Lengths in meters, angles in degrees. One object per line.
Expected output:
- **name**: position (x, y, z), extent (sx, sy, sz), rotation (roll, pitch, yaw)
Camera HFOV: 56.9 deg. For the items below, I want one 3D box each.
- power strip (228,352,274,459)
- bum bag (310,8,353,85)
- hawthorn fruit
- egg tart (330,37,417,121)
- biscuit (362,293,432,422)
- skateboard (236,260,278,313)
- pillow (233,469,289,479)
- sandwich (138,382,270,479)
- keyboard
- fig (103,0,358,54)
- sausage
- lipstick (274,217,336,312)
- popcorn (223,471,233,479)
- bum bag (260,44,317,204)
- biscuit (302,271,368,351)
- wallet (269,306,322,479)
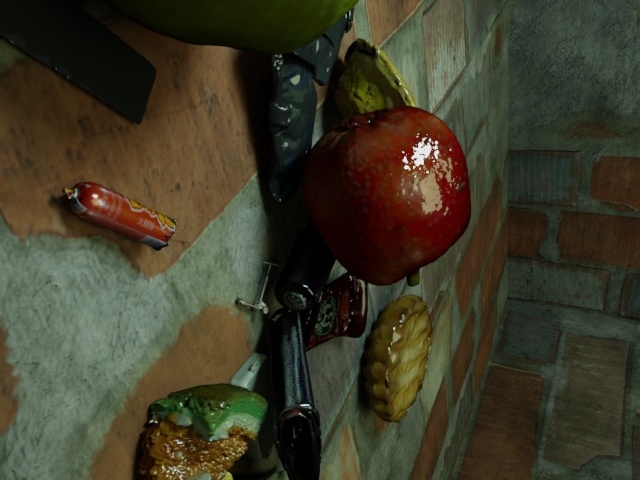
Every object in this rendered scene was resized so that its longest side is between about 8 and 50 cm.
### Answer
- **power strip**: position (-0.103, 0.277, 0.983), extent (0.081, 0.035, 0.192), rotation (-49, 139, -50)
- **bum bag**: position (0.013, -0.381, 1.003), extent (0.123, 0.060, 0.248), rotation (58, 46, -51)
- **hawthorn fruit**: position (0.111, -0.056, 0.943), extent (0.265, 0.265, 0.307), rotation (-42, 122, -53)
- **egg tart**: position (0.096, -0.248, 1.083), extent (0.105, 0.241, 0.241), rotation (-30, 136, -7)
- **biscuit**: position (0.195, 0.295, 1.510), extent (0.325, 0.107, 0.326), rotation (-22, 116, -57)
- **skateboard**: position (-0.101, 0.070, 0.940), extent (0.064, 0.032, 0.083), rotation (32, 71, -51)
- **pillow**: position (-0.113, 0.468, 1.003), extent (0.229, 0.050, 0.148), rotation (31, 76, -61)
- **sandwich**: position (-0.150, 0.274, 0.806), extent (0.184, 0.109, 0.160), rotation (26, 72, -62)
- **keyboard**: position (-0.240, -0.192, 0.601), extent (0.196, 0.015, 0.074), rotation (32, 72, -61)
- **fig**: position (-0.070, -0.323, 0.527), extent (0.343, 0.343, 0.344), rotation (-27, 121, -59)
- **sausage**: position (-0.223, -0.031, 0.648), extent (0.145, 0.048, 0.050), rotation (32, 31, -57)
- **lipstick**: position (0.000, 0.000, 1.042), extent (0.300, 0.081, 0.081), rotation (-65, 150, -45)
- **popcorn**: position (-0.155, 0.371, 0.848), extent (0.084, 0.084, 0.084), rotation (-27, 121, -59)
- **bum bag**: position (-0.049, -0.201, 0.910), extent (0.137, 0.074, 0.310), rotation (-56, 156, -48)
- **biscuit**: position (0.021, 0.137, 1.158), extent (0.235, 0.063, 0.151), rotation (-6, 102, -60)
- **wallet**: position (-0.044, 0.275, 0.965), extent (0.221, 0.071, 0.262), rotation (-107, -170, -55)
